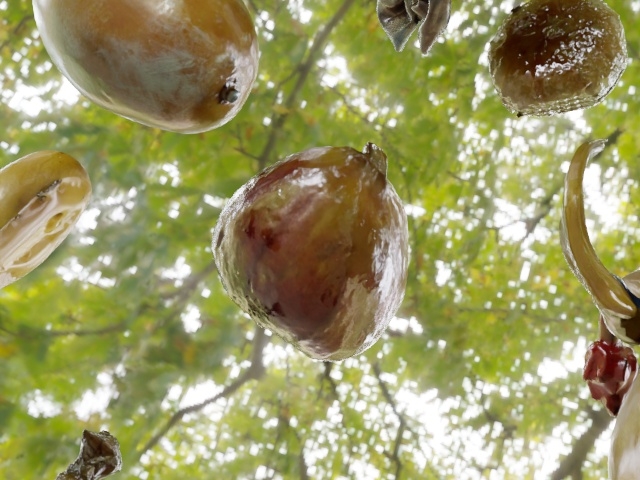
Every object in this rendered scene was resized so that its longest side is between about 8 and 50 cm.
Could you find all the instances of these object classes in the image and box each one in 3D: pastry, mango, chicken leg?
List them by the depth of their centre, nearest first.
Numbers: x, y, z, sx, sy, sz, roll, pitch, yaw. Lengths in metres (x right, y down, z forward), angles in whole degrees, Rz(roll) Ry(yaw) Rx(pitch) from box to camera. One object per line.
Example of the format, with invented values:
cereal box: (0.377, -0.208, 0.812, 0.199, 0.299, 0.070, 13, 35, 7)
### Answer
mango: (-0.259, -0.014, 0.766, 0.066, 0.187, 0.101, 26, -41, 6)
mango: (-0.219, -0.255, 1.033, 0.384, 0.199, 0.221, 43, -19, 32)
chicken leg: (-0.313, 0.319, 1.100, 0.093, 0.304, 0.113, -9, -72, 12)
pastry: (0.336, -0.269, 1.289, 0.192, 0.182, 0.093, -11, -29, 21)

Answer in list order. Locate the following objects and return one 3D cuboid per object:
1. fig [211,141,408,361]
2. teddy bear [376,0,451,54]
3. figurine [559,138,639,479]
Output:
fig: (-0.007, 0.010, 1.001, 0.224, 0.224, 0.263, 14, -35, 13)
teddy bear: (0.187, -0.501, 1.198, 0.327, 0.375, 0.362, 27, -28, 51)
figurine: (0.346, 0.143, 0.786, 0.268, 0.387, 0.401, 0, -54, 17)
